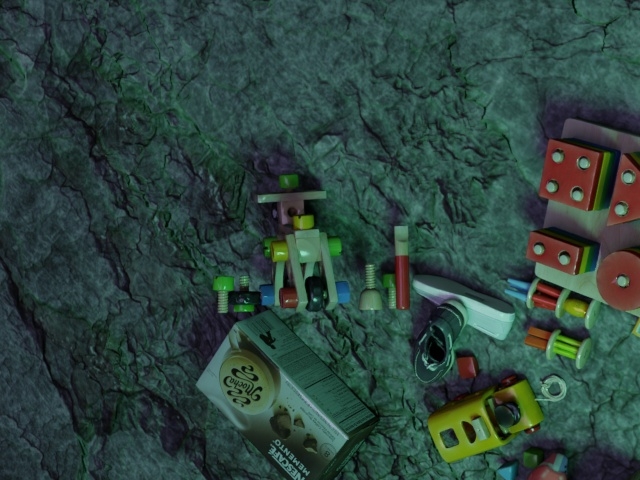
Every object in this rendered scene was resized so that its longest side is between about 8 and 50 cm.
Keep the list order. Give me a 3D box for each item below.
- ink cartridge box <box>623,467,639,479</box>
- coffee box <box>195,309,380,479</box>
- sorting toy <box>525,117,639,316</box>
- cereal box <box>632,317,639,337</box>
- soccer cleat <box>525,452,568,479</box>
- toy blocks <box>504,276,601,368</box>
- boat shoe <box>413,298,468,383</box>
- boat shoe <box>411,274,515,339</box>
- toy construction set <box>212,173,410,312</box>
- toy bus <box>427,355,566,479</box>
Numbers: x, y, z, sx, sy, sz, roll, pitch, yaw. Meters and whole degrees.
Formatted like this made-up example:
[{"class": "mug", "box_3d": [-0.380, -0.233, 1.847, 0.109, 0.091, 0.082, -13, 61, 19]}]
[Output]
[{"class": "ink cartridge box", "box_3d": [0.421, 0.475, 1.807, 0.088, 0.193, 0.234, 50, 122, 13]}, {"class": "coffee box", "box_3d": [-0.061, 0.293, 2.121, 0.297, 0.119, 0.168, 44, 120, 17]}, {"class": "sorting toy", "box_3d": [0.428, -0.026, 1.711, 0.255, 0.089, 0.257, 23, 112, 41]}, {"class": "cereal box", "box_3d": [0.598, 0.120, 1.695, 0.240, 0.047, 0.173, 30, 117, 24]}, {"class": "soccer cleat", "box_3d": [0.345, 0.444, 1.920, 0.083, 0.095, 0.248, 29, 138, 11]}, {"class": "toy blocks", "box_3d": [0.358, 0.125, 1.849, 0.148, 0.054, 0.123, 19, 110, 28]}, {"class": "boat shoe", "box_3d": [0.185, 0.179, 1.934, 0.075, 0.065, 0.206, 35, 140, 16]}, {"class": "boat shoe", "box_3d": [0.231, 0.111, 1.929, 0.184, 0.066, 0.063, 20, 111, 18]}, {"class": "toy construction set", "box_3d": [0.000, 0.000, 1.976, 0.309, 0.257, 0.237, -1, 89, 13]}, {"class": "toy bus", "box_3d": [0.276, 0.294, 1.912, 0.191, 0.104, 0.202, 24, 113, 26]}]
